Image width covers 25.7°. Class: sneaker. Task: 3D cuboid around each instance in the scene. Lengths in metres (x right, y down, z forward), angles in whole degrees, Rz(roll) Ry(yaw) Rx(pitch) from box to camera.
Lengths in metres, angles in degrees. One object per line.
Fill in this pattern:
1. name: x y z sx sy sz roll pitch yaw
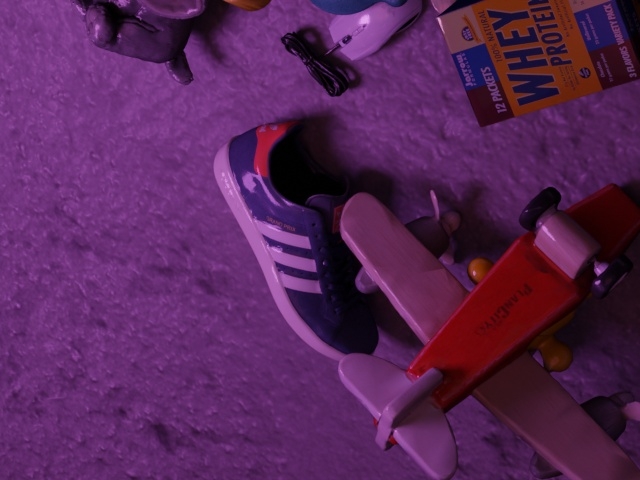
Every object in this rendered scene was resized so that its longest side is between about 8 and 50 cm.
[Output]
1. sneaker: 0.000 0.000 1.859 0.148 0.131 0.350 -25 101 37

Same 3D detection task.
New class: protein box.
1. protein box: 0.269 -0.245 1.567 0.199 0.201 0.136 -15 107 31

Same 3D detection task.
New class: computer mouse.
1. computer mouse: 0.044 -0.263 1.763 0.193 0.042 0.106 -35 95 34

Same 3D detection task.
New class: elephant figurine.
1. elephant figurine: -0.195 -0.343 1.766 0.239 0.186 0.169 -41 59 34

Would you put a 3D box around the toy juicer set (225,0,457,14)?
1. toy juicer set: 0.030 -0.379 1.699 0.328 0.089 0.209 7 98 24

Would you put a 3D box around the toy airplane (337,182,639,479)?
1. toy airplane: 0.210 0.126 1.737 0.384 0.272 0.386 -1 81 13
